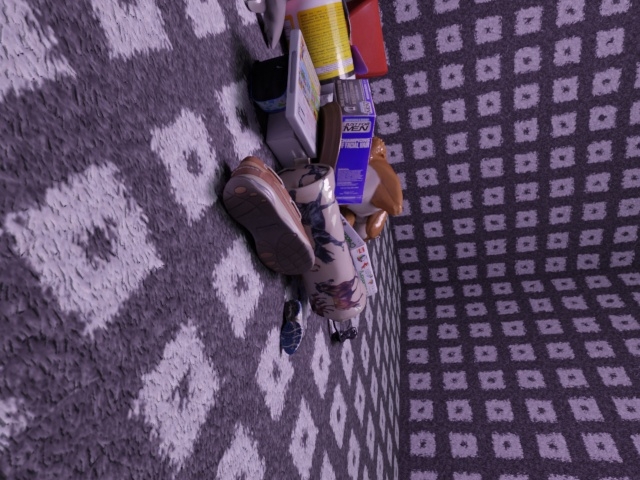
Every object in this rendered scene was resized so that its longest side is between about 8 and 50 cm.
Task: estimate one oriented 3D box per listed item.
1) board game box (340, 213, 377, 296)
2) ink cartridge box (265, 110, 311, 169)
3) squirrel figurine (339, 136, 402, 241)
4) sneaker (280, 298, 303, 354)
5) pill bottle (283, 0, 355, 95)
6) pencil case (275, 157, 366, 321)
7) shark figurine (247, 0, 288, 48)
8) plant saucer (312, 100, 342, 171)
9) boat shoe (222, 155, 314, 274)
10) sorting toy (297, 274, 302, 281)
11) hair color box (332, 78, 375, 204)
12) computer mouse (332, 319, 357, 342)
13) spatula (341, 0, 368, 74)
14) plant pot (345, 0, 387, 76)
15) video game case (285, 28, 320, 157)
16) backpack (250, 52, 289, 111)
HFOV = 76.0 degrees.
[{"bbox_3d":[0.077,0.017,1.301,0.305,0.053,0.193,-124,-168,-54],"label":"board game box"},{"bbox_3d":[-0.076,-0.300,1.079,0.139,0.082,0.191,56,33,-60],"label":"ink cartridge box"},{"bbox_3d":[0.177,-0.187,1.610,0.370,0.281,0.397,65,26,-64],"label":"squirrel figurine"},{"bbox_3d":[-0.061,0.212,0.985,0.058,0.052,0.135,70,20,-51],"label":"sneaker"},{"bbox_3d":[-0.013,-0.623,1.236,0.188,0.188,0.334,-70,150,-58],"label":"pill bottle"},{"bbox_3d":[0.000,0.000,1.048,0.183,0.160,0.410,-99,172,-65],"label":"pencil case"},{"bbox_3d":[-0.109,-0.594,0.958,0.278,0.116,0.166,23,81,-77],"label":"shark figurine"},{"bbox_3d":[-0.007,-0.249,1.141,0.278,0.041,0.278,-172,-90,-72],"label":"plant saucer"},{"bbox_3d":[-0.089,-0.043,0.865,0.324,0.123,0.116,67,20,-49],"label":"boat shoe"},{"bbox_3d":[-0.057,0.081,1.118,0.083,0.012,0.062,-37,119,-72],"label":"sorting toy"},{"bbox_3d":[0.087,-0.292,1.257,0.339,0.110,0.185,91,-4,-52],"label":"hair color box"},{"bbox_3d":[0.065,0.226,1.433,0.184,0.060,0.262,0,86,-65],"label":"computer mouse"},{"bbox_3d":[0.082,-0.665,1.272,0.084,0.030,0.296,25,-44,63],"label":"spatula"},{"bbox_3d":[0.061,-0.682,1.448,0.236,0.267,0.267,-53,135,-51],"label":"plant pot"},{"bbox_3d":[-0.037,-0.335,0.973,0.227,0.026,0.206,44,48,-73],"label":"video game case"},{"bbox_3d":[-0.105,-0.356,0.955,0.084,0.105,0.114,45,43,-65],"label":"backpack"}]
